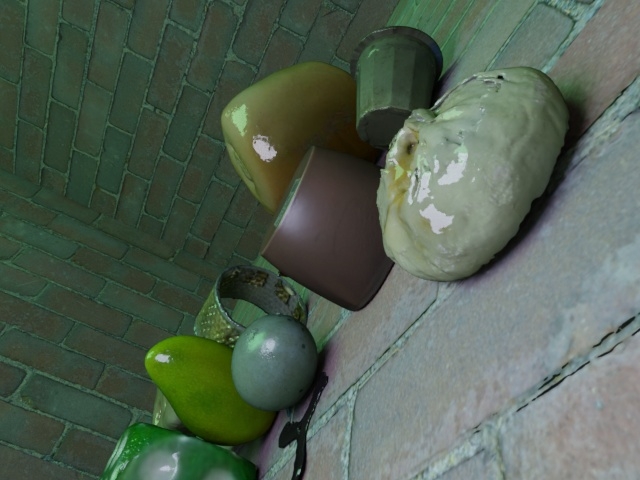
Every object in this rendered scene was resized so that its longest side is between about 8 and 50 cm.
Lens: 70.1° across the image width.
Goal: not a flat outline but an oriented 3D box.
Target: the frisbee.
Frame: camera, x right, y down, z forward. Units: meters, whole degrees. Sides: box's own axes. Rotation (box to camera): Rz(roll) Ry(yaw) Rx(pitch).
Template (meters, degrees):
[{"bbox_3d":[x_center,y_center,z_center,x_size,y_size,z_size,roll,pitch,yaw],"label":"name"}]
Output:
[{"bbox_3d":[-0.031,0.332,0.849,0.187,0.012,0.211,-66,9,-10],"label":"frisbee"}]

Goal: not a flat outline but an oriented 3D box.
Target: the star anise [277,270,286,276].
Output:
[{"bbox_3d":[-0.007,-0.009,1.219,0.237,0.148,0.346,-30,26,32],"label":"star anise"}]

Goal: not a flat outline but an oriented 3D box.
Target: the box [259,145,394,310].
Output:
[{"bbox_3d":[0.026,-0.037,0.899,0.301,0.216,0.301,-58,11,19],"label":"box"}]

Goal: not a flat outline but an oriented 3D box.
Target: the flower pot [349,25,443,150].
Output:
[{"bbox_3d":[0.157,-0.312,1.002,0.212,0.213,0.202,135,147,-62],"label":"flower pot"}]

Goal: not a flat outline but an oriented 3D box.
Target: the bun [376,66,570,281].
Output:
[{"bbox_3d":[0.154,-0.088,0.568,0.287,0.146,0.287,-62,8,16],"label":"bun"}]

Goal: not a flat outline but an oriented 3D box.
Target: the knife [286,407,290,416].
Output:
[{"bbox_3d":[-0.072,0.361,1.000,0.014,0.005,0.091,-62,11,5],"label":"knife"}]

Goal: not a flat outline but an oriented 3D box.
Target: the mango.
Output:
[{"bbox_3d":[-0.236,0.327,1.002,0.156,0.343,0.192,-9,45,51],"label":"mango"}]

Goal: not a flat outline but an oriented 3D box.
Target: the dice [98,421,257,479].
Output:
[{"bbox_3d":[-0.321,0.564,0.943,0.287,0.300,0.297,-46,20,54],"label":"dice"}]

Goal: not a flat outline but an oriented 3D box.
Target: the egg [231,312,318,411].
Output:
[{"bbox_3d":[-0.091,0.241,0.904,0.169,0.169,0.236,-77,3,-50],"label":"egg"}]

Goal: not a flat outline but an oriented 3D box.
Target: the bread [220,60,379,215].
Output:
[{"bbox_3d":[-0.039,-0.273,1.190,0.376,0.347,0.253,-31,18,-17],"label":"bread"}]

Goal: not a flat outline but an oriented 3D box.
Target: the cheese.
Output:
[{"bbox_3d":[-0.364,0.446,1.195,0.328,0.130,0.350,-7,80,64],"label":"cheese"}]

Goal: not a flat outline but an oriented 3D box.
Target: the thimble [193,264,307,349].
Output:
[{"bbox_3d":[-0.182,0.203,1.207,0.150,0.271,0.270,-57,12,30],"label":"thimble"}]
